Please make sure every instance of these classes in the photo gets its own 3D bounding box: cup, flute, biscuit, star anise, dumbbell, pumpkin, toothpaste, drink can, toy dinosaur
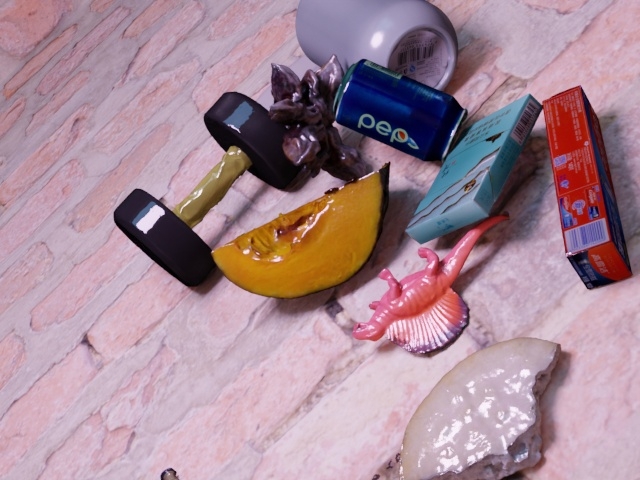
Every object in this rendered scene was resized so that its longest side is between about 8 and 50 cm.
[{"bbox_3d":[0.103,-0.365,1.706,0.205,0.205,0.312,-41,37,0],"label":"cup"},{"bbox_3d":[-0.171,0.392,1.324,0.027,0.027,0.233,-47,37,-8],"label":"flute"},{"bbox_3d":[0.200,0.219,1.157,0.265,0.040,0.188,-45,34,-5],"label":"biscuit"},{"bbox_3d":[-0.012,-0.203,1.605,0.129,0.282,0.212,-14,72,26],"label":"star anise"},{"bbox_3d":[-0.200,-0.093,1.702,0.322,0.204,0.203,-49,37,-11],"label":"dumbbell"},{"bbox_3d":[0.000,0.000,1.521,0.312,0.148,0.169,-23,1,11],"label":"pumpkin"},{"bbox_3d":[0.362,-0.081,1.288,0.066,0.076,0.320,-21,41,26],"label":"toothpaste"},{"bbox_3d":[0.129,-0.209,1.523,0.204,0.118,0.118,25,65,9],"label":"drink can"},{"bbox_3d":[0.175,0.075,1.320,0.286,0.070,0.139,-32,48,2],"label":"toy dinosaur"}]

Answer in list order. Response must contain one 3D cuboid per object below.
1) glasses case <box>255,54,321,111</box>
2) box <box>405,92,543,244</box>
[{"bbox_3d":[-0.064,-0.301,1.911,0.233,0.059,0.092,-47,38,-8],"label":"glasses case"},{"bbox_3d":[0.230,-0.106,1.398,0.162,0.041,0.229,-27,26,56],"label":"box"}]
